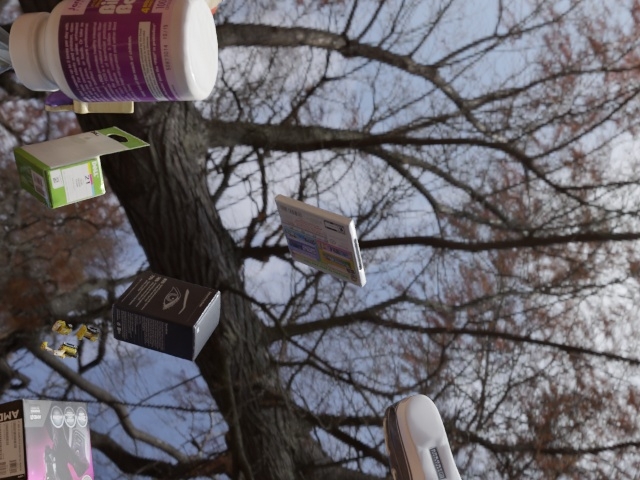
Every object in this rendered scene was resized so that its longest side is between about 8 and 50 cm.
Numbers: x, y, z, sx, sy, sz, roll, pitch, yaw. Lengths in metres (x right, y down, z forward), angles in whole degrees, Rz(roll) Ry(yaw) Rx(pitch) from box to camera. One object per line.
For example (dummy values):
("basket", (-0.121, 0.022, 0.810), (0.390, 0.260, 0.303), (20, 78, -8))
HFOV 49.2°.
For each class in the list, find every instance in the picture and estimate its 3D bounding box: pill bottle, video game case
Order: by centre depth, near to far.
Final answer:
("pill bottle", (-0.332, -0.309, 1.131), (0.301, 0.169, 0.169), (1, -136, 9))
("video game case", (0.000, 0.000, 1.580), (0.212, 0.193, 0.023), (20, -129, 34))

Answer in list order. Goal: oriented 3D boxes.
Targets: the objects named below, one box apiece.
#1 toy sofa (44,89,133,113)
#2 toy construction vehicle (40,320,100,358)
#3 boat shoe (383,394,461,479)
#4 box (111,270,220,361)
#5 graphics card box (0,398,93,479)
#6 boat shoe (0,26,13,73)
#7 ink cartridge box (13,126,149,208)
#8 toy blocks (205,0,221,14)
("toy sofa", (-0.492, -0.385, 1.530), (0.176, 0.150, 0.362), (0, -159, -11))
("toy construction vehicle", (-0.540, 0.218, 1.511), (0.086, 0.098, 0.035), (-49, -141, 15))
("boat shoe", (0.172, 0.423, 1.198), (0.108, 0.102, 0.302), (-2, -113, -34))
("box", (-0.359, 0.175, 1.644), (0.206, 0.108, 0.153), (15, -147, 10))
("graphics card box", (-0.524, 0.495, 1.332), (0.094, 0.233, 0.371), (-15, -108, 9))
("boat shoe", (-0.670, -0.368, 1.278), (0.103, 0.320, 0.118), (-42, -95, 7))
("ink cartridge box", (-0.549, -0.177, 1.630), (0.255, 0.097, 0.188), (-21, -147, -36))
("toy blocks", (-0.283, -0.463, 1.347), (0.190, 0.261, 0.381), (39, -133, -1))
